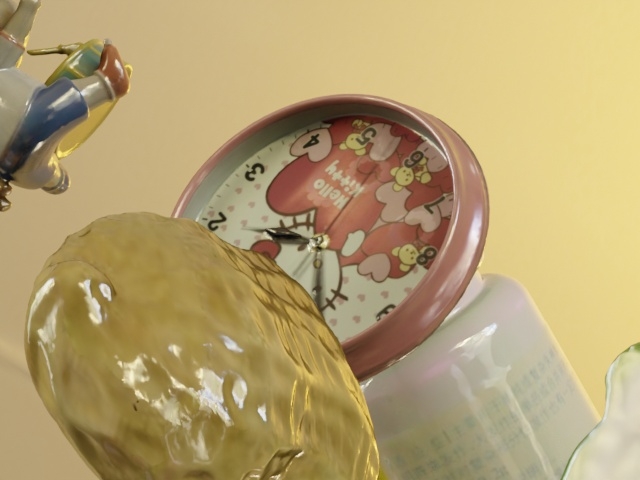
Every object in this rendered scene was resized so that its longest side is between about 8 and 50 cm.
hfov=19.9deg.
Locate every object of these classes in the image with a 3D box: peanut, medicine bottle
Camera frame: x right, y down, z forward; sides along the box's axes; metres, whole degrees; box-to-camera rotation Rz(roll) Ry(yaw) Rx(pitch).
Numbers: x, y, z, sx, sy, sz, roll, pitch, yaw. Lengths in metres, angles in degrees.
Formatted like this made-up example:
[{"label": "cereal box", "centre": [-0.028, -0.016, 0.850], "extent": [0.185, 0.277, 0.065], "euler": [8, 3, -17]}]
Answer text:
[{"label": "peanut", "centre": [-0.061, 0.073, 0.980], "extent": [0.110, 0.196, 0.233], "euler": [-32, -33, 16]}, {"label": "medicine bottle", "centre": [0.106, 0.151, 1.430], "extent": [0.213, 0.213, 0.378], "euler": [-26, -83, 31]}]

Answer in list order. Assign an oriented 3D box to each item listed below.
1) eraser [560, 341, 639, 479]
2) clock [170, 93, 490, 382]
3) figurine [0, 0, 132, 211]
[{"label": "eraser", "centre": [0.203, 0.179, 0.820], "extent": [0.092, 0.210, 0.274], "euler": [11, -13, 46]}, {"label": "clock", "centre": [0.001, 0.001, 1.262], "extent": [0.244, 0.244, 0.056], "euler": [-6, -35, 22]}, {"label": "figurine", "centre": [-0.281, -0.158, 1.417], "extent": [0.275, 0.158, 0.161], "euler": [41, -59, 1]}]
